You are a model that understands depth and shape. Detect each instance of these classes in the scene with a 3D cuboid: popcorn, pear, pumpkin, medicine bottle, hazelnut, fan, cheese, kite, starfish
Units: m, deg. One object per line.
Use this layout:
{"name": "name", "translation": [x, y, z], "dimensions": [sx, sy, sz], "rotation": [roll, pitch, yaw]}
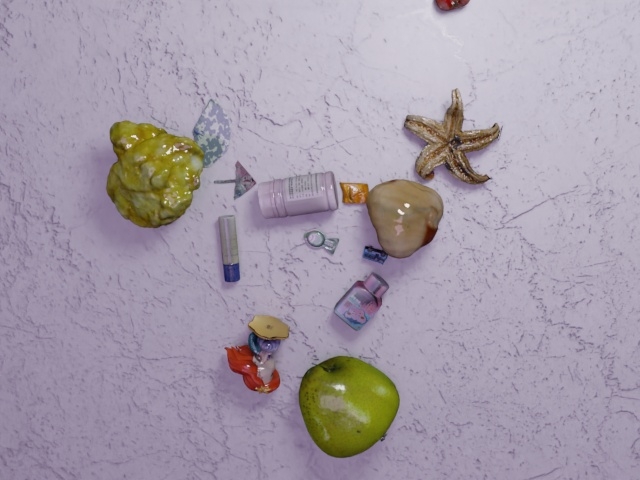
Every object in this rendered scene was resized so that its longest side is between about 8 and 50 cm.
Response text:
{"name": "popcorn", "translation": [-0.549, -0.201, 1.694], "dimensions": [0.292, 0.293, 0.334], "rotation": [10, 106, -27]}
{"name": "pear", "translation": [0.066, 0.561, 1.814], "dimensions": [0.342, 0.238, 0.318], "rotation": [-37, 104, 12]}
{"name": "pumpkin", "translation": [0.114, -0.160, 1.757], "dimensions": [0.101, 0.035, 0.073], "rotation": [0, 99, 9]}
{"name": "medicine bottle", "translation": [0.147, 0.204, 1.798], "dimensions": [0.119, 0.094, 0.188], "rotation": [40, 103, -2]}
{"name": "medicine bottle", "translation": [-0.318, 0.029, 1.831], "dimensions": [0.059, 0.059, 0.230], "rotation": [-2, 101, 7]}
{"name": "hazelnut", "translation": [0.256, -0.075, 1.679], "dimensions": [0.261, 0.241, 0.261], "rotation": [0, 89, -20]}
{"name": "fan", "translation": [-0.372, -0.357, 1.780], "dimensions": [0.131, 0.009, 0.240], "rotation": [15, 103, 3]}
{"name": "cheese", "translation": [0.000, 0.000, 1.806], "dimensions": [0.121, 0.026, 0.067], "rotation": [23, 104, 1]}
{"name": "kite", "translation": [-0.294, -0.209, 1.805], "dimensions": [0.153, 0.005, 0.137], "rotation": [7, 100, 5]}
{"name": "medicine bottle", "translation": [-0.071, -0.148, 1.730], "dimensions": [0.250, 0.133, 0.133], "rotation": [-9, 101, 8]}
{"name": "starfish", "translation": [0.424, -0.322, 1.655], "dimensions": [0.303, 0.113, 0.312], "rotation": [-7, 110, 10]}

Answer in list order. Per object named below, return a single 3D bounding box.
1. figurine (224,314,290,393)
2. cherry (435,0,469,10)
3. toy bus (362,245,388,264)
{"name": "figurine", "translation": [-0.224, 0.408, 1.854], "dimensions": [0.208, 0.181, 0.257], "rotation": [6, 108, -36]}
{"name": "cherry", "translation": [0.403, -0.750, 1.575], "dimensions": [0.106, 0.087, 0.126], "rotation": [14, 85, 10]}
{"name": "toy bus", "translation": [0.187, 0.049, 1.790], "dimensions": [0.083, 0.038, 0.046], "rotation": [18, 108, 4]}
